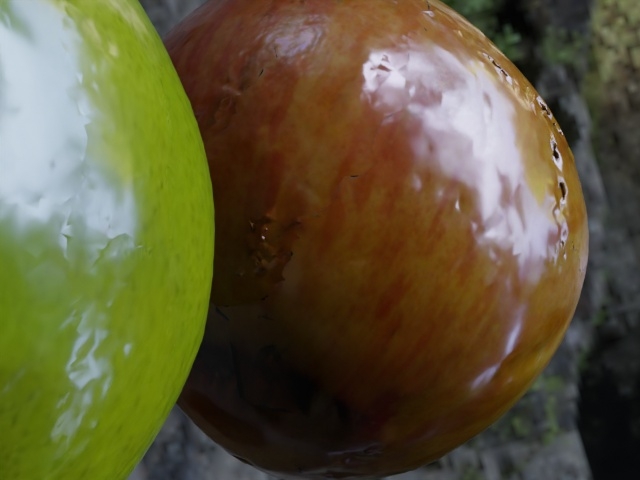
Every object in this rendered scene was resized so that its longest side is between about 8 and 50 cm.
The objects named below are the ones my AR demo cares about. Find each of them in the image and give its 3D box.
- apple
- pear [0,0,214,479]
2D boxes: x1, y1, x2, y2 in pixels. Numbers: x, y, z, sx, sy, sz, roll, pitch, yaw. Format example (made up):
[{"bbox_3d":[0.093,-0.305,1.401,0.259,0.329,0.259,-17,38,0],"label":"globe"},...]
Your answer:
[{"bbox_3d":[0.000,0.000,0.510,0.146,0.147,0.146,164,-90,-87],"label":"apple"},{"bbox_3d":[-0.123,0.013,0.375,0.166,0.216,0.180,51,27,19],"label":"pear"}]
